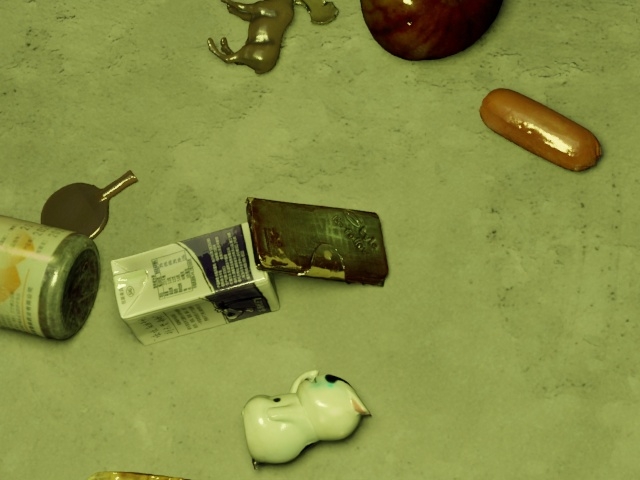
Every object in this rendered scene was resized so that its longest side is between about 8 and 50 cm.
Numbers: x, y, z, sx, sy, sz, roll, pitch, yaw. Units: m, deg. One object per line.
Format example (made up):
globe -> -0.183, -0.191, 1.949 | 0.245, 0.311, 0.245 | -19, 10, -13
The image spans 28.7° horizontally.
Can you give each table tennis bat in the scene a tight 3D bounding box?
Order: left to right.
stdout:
table tennis bat -> -0.372, -0.075, 1.938 | 0.170, 0.119, 0.107 | -35, 68, -6

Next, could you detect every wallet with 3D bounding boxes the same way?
wallet -> 0.000, 0.000, 1.838 | 0.232, 0.031, 0.122 | 7, 59, -33

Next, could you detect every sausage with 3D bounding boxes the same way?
sausage -> 0.337, -0.168, 1.917 | 0.197, 0.076, 0.076 | 32, 74, 16

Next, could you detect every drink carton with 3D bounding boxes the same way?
drink carton -> -0.184, 0.068, 1.847 | 0.222, 0.134, 0.102 | -16, 69, 0

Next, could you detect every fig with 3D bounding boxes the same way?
fig -> 0.171, -0.397, 1.972 | 0.235, 0.214, 0.235 | 8, 69, -21

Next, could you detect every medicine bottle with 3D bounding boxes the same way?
medicine bottle -> -0.484, 0.044, 1.876 | 0.273, 0.165, 0.165 | 12, 69, 11

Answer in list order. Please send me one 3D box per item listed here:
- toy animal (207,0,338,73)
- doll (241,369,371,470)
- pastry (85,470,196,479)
toy animal -> -0.072, -0.369, 2.049 | 0.186, 0.094, 0.214 | 8, 76, 15
doll -> -0.027, 0.247, 1.767 | 0.181, 0.110, 0.107 | -23, 86, 0
pastry -> -0.218, 0.429, 1.692 | 0.256, 0.170, 0.237 | 7, 88, 4
